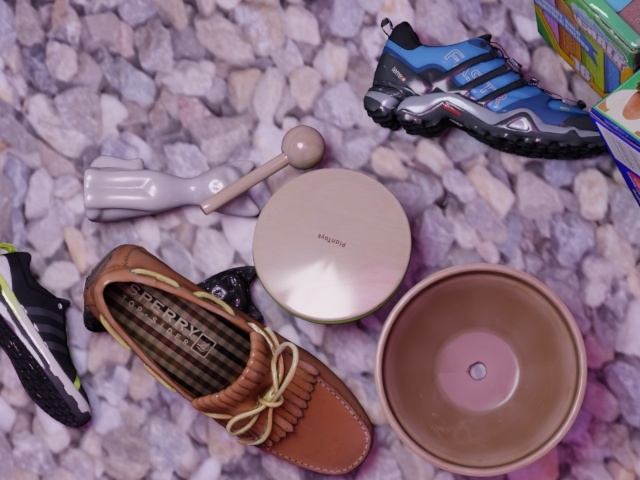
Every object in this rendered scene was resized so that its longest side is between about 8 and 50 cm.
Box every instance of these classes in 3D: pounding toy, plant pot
[{"bbox_3d":[0.000,0.000,1.592,0.183,0.110,0.237,-41,73,-7],"label":"pounding toy"},{"bbox_3d":[0.180,0.148,1.551,0.237,0.110,0.237,0,83,4],"label":"plant pot"}]

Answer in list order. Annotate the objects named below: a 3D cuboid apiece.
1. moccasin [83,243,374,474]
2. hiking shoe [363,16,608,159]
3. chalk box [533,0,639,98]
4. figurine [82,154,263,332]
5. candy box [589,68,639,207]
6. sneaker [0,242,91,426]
[{"bbox_3d":[-0.095,0.142,1.519,0.380,0.147,0.139,43,92,-15],"label":"moccasin"},{"bbox_3d":[0.206,-0.178,1.587,0.304,0.113,0.132,12,85,6],"label":"hiking shoe"},{"bbox_3d":[0.351,-0.288,1.487,0.180,0.289,0.179,-39,69,-2],"label":"chalk box"},{"bbox_3d":[-0.174,0.001,1.618,0.210,0.092,0.214,-1,83,-4],"label":"figurine"},{"bbox_3d":[0.486,-0.132,1.462,0.317,0.268,0.122,-41,39,-1],"label":"candy box"},{"bbox_3d":[-0.323,0.108,1.609,0.097,0.084,0.234,-37,100,-36],"label":"sneaker"}]
